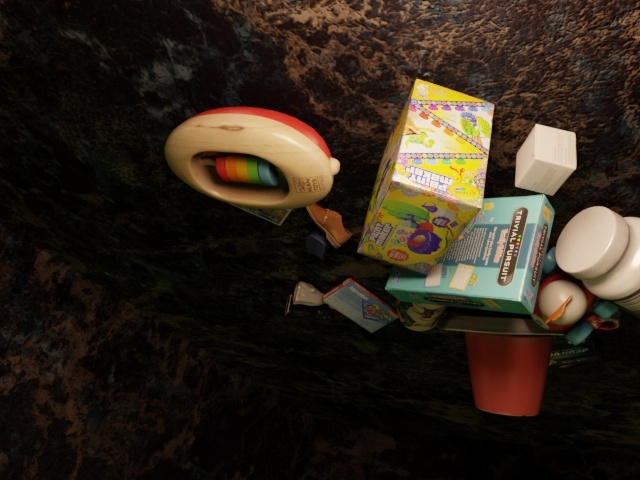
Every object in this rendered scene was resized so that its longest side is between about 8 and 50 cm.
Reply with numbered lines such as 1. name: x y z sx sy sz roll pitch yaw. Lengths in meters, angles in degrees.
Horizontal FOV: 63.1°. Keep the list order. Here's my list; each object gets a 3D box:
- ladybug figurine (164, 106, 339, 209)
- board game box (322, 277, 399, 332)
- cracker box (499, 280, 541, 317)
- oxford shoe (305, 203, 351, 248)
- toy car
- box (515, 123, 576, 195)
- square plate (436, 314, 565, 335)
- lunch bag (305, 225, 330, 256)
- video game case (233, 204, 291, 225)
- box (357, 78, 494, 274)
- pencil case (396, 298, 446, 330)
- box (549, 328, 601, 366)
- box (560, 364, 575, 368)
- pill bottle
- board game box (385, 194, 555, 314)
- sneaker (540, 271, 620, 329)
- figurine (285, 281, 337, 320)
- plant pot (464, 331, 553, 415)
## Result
1. ladybug figurine: -0.164 -0.212 1.294 0.450 0.161 0.305 9 148 15
2. board game box: 0.155 0.249 1.970 0.145 0.027 0.281 -35 124 29
3. cracker box: 0.549 0.161 1.637 0.232 0.067 0.155 12 150 7
4. oxford shoe: 0.017 -0.071 1.545 0.076 0.076 0.212 -36 122 10
5. toy car: 0.616 0.167 1.348 0.219 0.238 0.210 44 123 19
6. box: 0.475 -0.170 1.104 0.087 0.102 0.101 14 150 2
7. square plate: 0.557 0.272 1.692 0.347 0.049 0.344 2 174 7
8. lunch bag: 0.000 0.000 1.650 0.067 0.065 0.098 35 148 10
9. video game case: -0.181 -0.130 1.575 0.201 0.023 0.183 24 149 -13
10. box: 0.219 -0.127 1.127 0.177 0.279 0.290 18 150 -1
11. pencil case: 0.350 0.146 1.610 0.184 0.160 0.410 -25 157 -17
12. box: 0.822 0.367 1.785 0.220 0.051 0.175 -16 135 30
13. box: 0.880 0.429 1.945 0.162 0.029 0.116 23 149 -7
14. pill bottle: 0.765 0.070 1.242 0.363 0.210 0.210 26 148 -13
15. board game box: 0.341 0.028 1.215 0.336 0.253 0.079 1 152 44
16. sneaker: 0.724 0.159 1.470 0.270 0.145 0.090 21 149 -5
17. figurine: -0.013 0.248 2.056 0.210 0.092 0.215 14 149 -11
18. plant pot: 0.597 0.417 1.666 0.275 0.243 0.275 2 174 0
